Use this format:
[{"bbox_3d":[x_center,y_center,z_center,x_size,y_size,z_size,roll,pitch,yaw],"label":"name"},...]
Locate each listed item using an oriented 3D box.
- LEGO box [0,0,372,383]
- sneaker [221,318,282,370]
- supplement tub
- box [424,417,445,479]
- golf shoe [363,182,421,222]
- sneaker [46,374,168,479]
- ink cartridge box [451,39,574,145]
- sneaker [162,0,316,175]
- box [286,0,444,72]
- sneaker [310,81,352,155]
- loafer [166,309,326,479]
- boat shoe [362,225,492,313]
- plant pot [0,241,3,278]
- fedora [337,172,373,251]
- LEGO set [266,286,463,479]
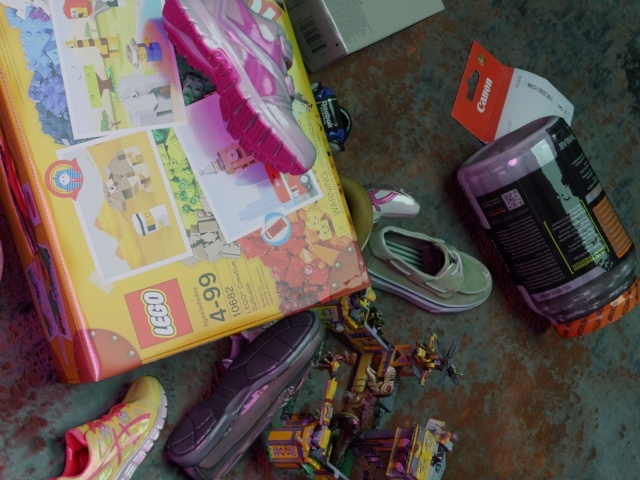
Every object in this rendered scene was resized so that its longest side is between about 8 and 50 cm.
[{"bbox_3d":[-0.203,-0.120,1.586,0.372,0.193,0.500,-18,91,-24],"label":"LEGO box"},{"bbox_3d":[-0.081,0.134,1.784,0.075,0.057,0.161,50,51,-24],"label":"sneaker"},{"bbox_3d":[0.390,-0.021,2.157,0.207,0.207,0.338,-36,100,-43],"label":"supplement tub"},{"bbox_3d":[0.160,0.334,1.908,0.136,0.028,0.081,86,26,-48],"label":"box"},{"bbox_3d":[0.057,-0.042,1.928,0.186,0.067,0.086,4,71,-2],"label":"golf shoe"},{"bbox_3d":[-0.260,0.242,1.572,0.094,0.081,0.208,41,52,-21],"label":"sneaker"},{"bbox_3d":[0.349,-0.230,2.302,0.232,0.066,0.189,40,52,-29],"label":"ink cartridge box"},{"bbox_3d":[-0.070,-0.194,1.491,0.111,0.103,0.252,-36,99,-23],"label":"sneaker"},{"bbox_3d":[0.073,-0.369,2.078,0.275,0.094,0.113,-30,96,-44],"label":"box"},{"bbox_3d":[-0.071,-0.155,1.812,0.315,0.182,0.127,-14,83,-44],"label":"sneaker"},{"bbox_3d":[-0.086,0.207,1.700,0.267,0.096,0.084,-45,122,-14],"label":"loafer"},{"bbox_3d":[0.171,0.047,2.015,0.302,0.094,0.109,12,67,-38],"label":"boat shoe"},{"bbox_3d":[-0.459,0.020,1.413,0.180,0.201,0.201,11,67,-56],"label":"plant pot"},{"bbox_3d":[0.000,0.000,1.844,0.079,0.194,0.194,46,45,-54],"label":"fedora"},{"bbox_3d":[0.088,0.216,1.778,0.255,0.192,0.331,55,42,-35],"label":"LEGO set"}]
